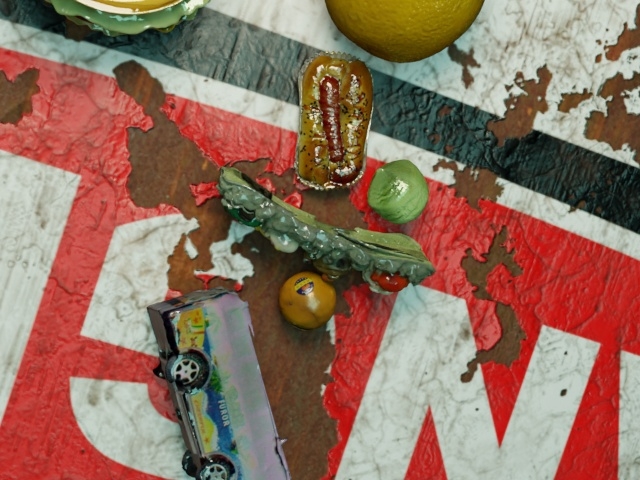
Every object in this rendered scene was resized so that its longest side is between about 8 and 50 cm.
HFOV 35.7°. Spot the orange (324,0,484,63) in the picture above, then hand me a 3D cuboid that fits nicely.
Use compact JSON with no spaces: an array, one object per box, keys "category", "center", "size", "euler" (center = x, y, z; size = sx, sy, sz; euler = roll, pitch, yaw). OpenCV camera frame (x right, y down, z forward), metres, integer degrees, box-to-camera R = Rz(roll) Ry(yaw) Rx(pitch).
[{"category":"orange","center":[0.111,-0.347,1.287],"size":[0.236,0.236,0.236],"euler":[-1,96,-11]}]

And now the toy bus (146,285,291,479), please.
[{"category":"toy bus","center":[-0.137,0.225,1.355],"size":[0.138,0.112,0.316],"euler":[-18,100,-20]}]

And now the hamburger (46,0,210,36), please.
[{"category":"hamburger","center":[-0.237,-0.384,1.211],"size":[0.275,0.212,0.274],"euler":[-2,100,-12]}]

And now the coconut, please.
[{"category":"coconut","center":[0.106,-0.070,1.381],"size":[0.088,0.088,0.096],"euler":[-46,123,-4]}]

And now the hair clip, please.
[{"category":"hair clip","center":[-0.002,0.001,1.346],"size":[0.321,0.138,0.091],"euler":[22,102,-12]}]

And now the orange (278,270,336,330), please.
[{"category":"orange","center":[-0.018,0.083,1.374],"size":[0.084,0.083,0.083],"euler":[-1,96,-11]}]

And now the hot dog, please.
[{"category":"hot dog","center":[0.020,-0.163,1.369],"size":[0.108,0.059,0.191],"euler":[3,97,-7]}]
